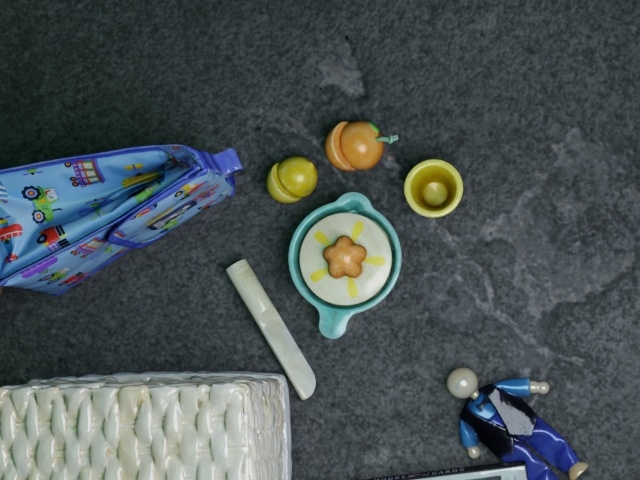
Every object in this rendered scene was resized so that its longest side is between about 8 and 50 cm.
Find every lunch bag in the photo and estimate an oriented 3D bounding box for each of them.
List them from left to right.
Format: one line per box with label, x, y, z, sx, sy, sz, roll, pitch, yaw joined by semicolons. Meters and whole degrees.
lunch bag;-0.232;-0.050;1.666;0.293;0.221;0.138;-20;83;5

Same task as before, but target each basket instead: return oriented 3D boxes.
basket;-0.207;0.315;1.606;0.328;0.266;0.331;-2;86;6

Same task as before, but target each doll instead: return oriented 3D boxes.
doll;0.225;0.216;1.670;0.189;0.046;0.129;42;102;9

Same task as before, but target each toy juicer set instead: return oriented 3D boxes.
toy juicer set;0.000;0.000;1.699;0.209;0.089;0.329;38;90;9

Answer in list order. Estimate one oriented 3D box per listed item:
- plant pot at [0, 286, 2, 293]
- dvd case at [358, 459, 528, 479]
plant pot;-0.538;0.021;1.656;0.263;0.229;0.263;2;95;27
dvd case;0.132;0.358;1.656;0.238;0.029;0.179;-9;94;8
